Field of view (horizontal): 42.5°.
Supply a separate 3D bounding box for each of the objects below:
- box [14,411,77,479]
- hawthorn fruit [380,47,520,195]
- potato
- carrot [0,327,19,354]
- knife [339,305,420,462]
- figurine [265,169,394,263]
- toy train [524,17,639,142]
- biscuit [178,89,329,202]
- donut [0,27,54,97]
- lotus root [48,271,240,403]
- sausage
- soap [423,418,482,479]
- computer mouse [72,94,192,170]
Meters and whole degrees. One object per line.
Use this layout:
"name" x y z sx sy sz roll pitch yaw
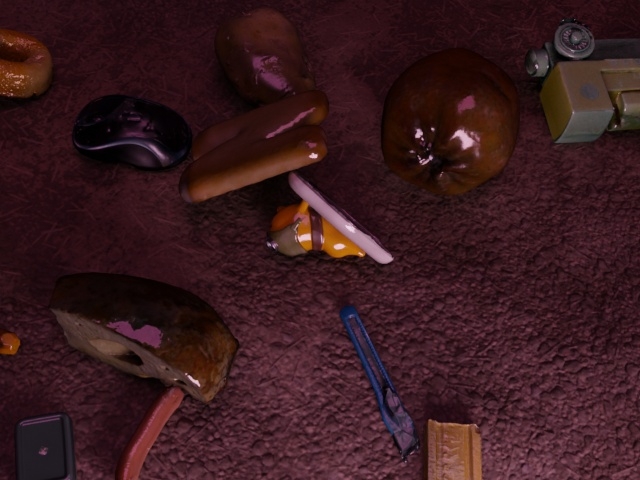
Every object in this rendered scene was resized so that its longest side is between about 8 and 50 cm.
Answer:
"box" -0.427 0.329 1.273 0.091 0.031 0.126 -7 56 -12
"hawthorn fruit" 0.257 -0.247 1.607 0.267 0.268 0.301 23 47 8
"potato" -0.108 -0.359 1.707 0.191 0.141 0.296 -13 60 -31
"carrot" -0.584 0.151 1.369 0.170 0.042 0.042 16 56 6
"knife" 0.097 0.236 1.405 0.044 0.026 0.297 -22 62 -7
"figurine" 0.000 0.000 1.504 0.250 0.166 0.141 41 94 -6
"toy train" 0.647 -0.343 1.786 0.396 0.160 0.253 -4 64 -9
"biscuit" -0.122 -0.181 1.532 0.290 0.062 0.237 -16 34 15
"donut" -0.624 -0.365 1.658 0.178 0.065 0.162 -12 62 -39
"lotus root" -0.286 0.127 1.344 0.313 0.142 0.210 12 43 2
"sausage" -0.274 0.310 1.301 0.043 0.043 0.186 22 56 8
"soap" 0.209 0.409 1.297 0.092 0.037 0.252 8 55 -3
"computer mouse" -0.367 -0.214 1.603 0.233 0.096 0.137 4 57 -6
